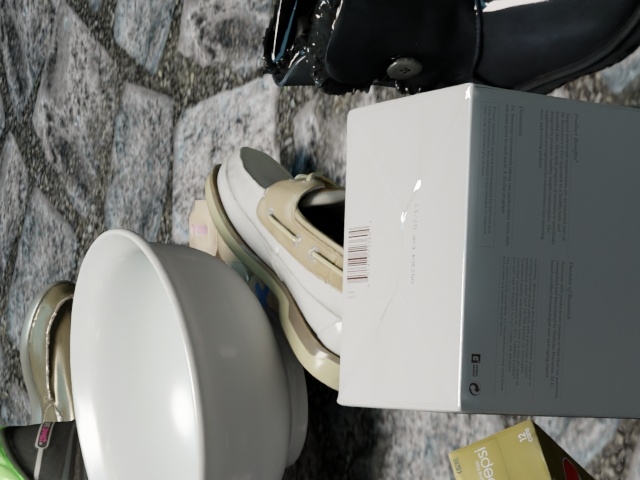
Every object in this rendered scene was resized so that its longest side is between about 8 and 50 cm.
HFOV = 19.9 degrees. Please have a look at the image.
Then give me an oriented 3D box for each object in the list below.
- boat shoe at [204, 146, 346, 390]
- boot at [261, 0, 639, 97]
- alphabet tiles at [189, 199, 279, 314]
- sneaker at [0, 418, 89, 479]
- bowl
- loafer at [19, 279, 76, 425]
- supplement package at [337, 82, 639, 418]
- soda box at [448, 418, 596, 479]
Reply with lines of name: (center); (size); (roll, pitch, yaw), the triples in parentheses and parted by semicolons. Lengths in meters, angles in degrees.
boat shoe: (0.000, 0.000, 1.508); (0.103, 0.113, 0.302); (-59, 40, 20)
boot: (0.094, -0.161, 1.250); (0.246, 0.207, 0.094); (-35, 56, 53)
alphabet tiles: (-0.086, 0.104, 1.688); (0.278, 0.021, 0.284); (2, 93, 64)
sneaker: (-0.145, 0.325, 1.631); (0.483, 0.202, 0.185); (51, 146, 28)
bowl: (-0.099, 0.132, 1.528); (0.298, 0.134, 0.297); (24, 117, 61)
loafer: (-0.262, 0.168, 1.970); (0.087, 0.094, 0.251); (3, 99, 36)
supplement package: (0.135, 0.014, 1.158); (0.149, 0.203, 0.194); (-4, 82, 61)
soda box: (0.146, 0.176, 1.142); (0.058, 0.181, 0.061); (-25, 56, 15)
